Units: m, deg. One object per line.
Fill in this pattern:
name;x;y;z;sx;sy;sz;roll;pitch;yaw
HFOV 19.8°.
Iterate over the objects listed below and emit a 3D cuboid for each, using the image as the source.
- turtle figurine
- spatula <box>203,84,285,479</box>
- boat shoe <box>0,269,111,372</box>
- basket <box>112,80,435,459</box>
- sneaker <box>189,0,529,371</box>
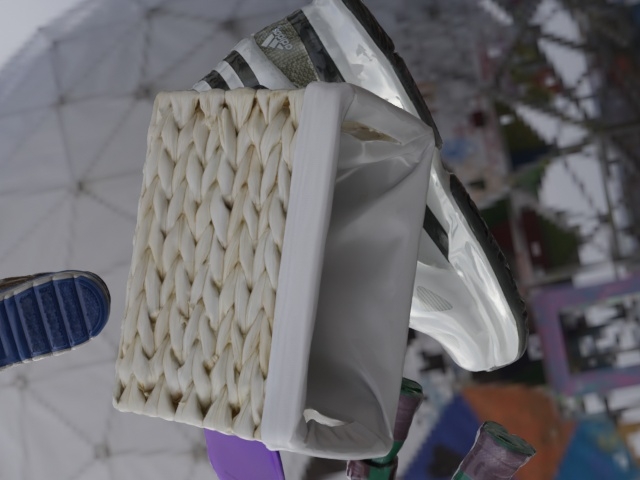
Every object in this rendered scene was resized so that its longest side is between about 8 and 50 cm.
turtle figurine;0.029;0.206;1.132;0.234;0.175;0.118;-62;21;7
spatula;-0.041;0.045;1.124;0.030;0.084;0.296;-15;-61;-39
boat shoe;-0.224;0.061;1.193;0.066;0.183;0.066;-97;-3;-83
basket;-0.022;0.013;0.861;0.113;0.103;0.167;18;-101;-63
sneaker;-0.001;-0.001;1.557;0.447;0.257;0.169;58;-179;-43
